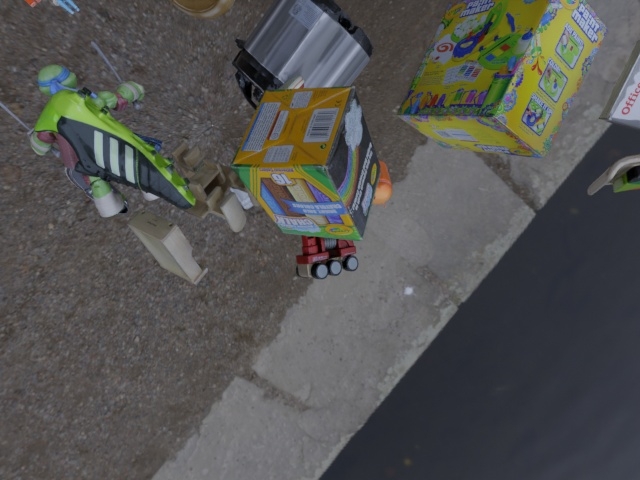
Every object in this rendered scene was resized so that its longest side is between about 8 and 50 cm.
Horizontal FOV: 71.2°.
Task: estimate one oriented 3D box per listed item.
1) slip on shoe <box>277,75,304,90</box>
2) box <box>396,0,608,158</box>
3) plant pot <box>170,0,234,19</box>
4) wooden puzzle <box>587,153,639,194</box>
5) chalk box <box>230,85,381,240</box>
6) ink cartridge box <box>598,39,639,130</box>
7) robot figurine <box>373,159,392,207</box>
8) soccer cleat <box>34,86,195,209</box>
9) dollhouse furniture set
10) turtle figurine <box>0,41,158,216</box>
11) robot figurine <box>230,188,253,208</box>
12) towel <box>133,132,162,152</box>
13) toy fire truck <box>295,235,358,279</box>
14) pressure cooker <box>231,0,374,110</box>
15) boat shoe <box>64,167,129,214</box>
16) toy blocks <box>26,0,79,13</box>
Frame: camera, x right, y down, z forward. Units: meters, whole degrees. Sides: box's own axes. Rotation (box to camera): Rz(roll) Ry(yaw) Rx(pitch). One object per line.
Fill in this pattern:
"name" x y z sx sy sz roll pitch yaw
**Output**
"slip on shoe" -0.136 -0.330 1.313 0.101 0.123 0.331 29 90 -28
"box" 0.361 -0.345 0.935 0.177 0.290 0.279 23 94 -30
"plant pot" -0.308 -0.642 1.057 0.236 0.032 0.236 14 139 13
"wooden puzzle" 0.554 -0.110 0.678 0.239 0.221 0.044 -12 83 23
"chalk box" -0.002 -0.118 0.842 0.289 0.179 0.180 59 43 -54
"ink cartridge box" 0.589 -0.235 0.726 0.191 0.082 0.139 23 112 14
"robot figurine" 0.220 -0.239 1.824 0.128 0.219 0.158 -4 150 -9
"soccer cleat" -0.221 -0.088 0.498 0.072 0.060 0.179 -45 113 7
"dollhouse furniture set" -0.259 -0.058 0.958 0.242 0.212 0.161 -55 153 -26
"turtle figurine" -0.401 -0.198 0.804 0.198 0.275 0.266 -44 135 -30
"robot figurine" -0.191 -0.274 1.741 0.353 0.300 0.200 -38 89 -8
"towel" -0.436 -0.226 1.042 0.119 0.067 0.029 9 63 -34
"toy fire truck" 0.000 0.000 1.586 0.217 0.158 0.246 -11 96 -37
"pressure cooker" -0.080 -0.595 1.508 0.375 0.370 0.420 28 108 -40
"boat shoe" -0.617 -0.144 1.255 0.075 0.065 0.206 -47 140 -9
"toy blocks" -0.685 -0.608 1.092 0.148 0.123 0.054 41 137 -10
